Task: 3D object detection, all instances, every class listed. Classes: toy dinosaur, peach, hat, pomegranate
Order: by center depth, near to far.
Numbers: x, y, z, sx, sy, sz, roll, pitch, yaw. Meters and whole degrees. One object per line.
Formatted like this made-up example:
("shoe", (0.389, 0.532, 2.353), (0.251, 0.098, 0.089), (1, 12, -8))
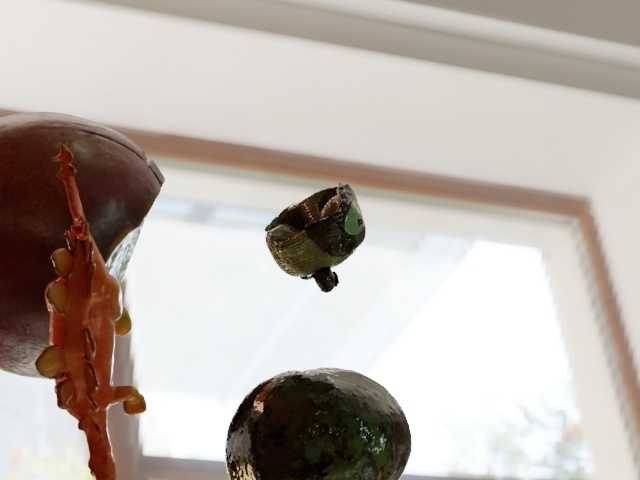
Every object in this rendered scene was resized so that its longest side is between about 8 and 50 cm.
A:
("pomegranate", (-0.002, 0.167, 1.326), (0.125, 0.138, 0.163), (-129, -150, -49))
("hat", (0.001, 0.000, 1.336), (0.059, 0.076, 0.077), (61, 11, -20))
("toy dinosaur", (-0.191, 0.056, 1.420), (0.117, 0.070, 0.288), (49, 34, -82))
("peach", (-0.265, 0.002, 1.625), (0.274, 0.245, 0.249), (161, -70, -72))
